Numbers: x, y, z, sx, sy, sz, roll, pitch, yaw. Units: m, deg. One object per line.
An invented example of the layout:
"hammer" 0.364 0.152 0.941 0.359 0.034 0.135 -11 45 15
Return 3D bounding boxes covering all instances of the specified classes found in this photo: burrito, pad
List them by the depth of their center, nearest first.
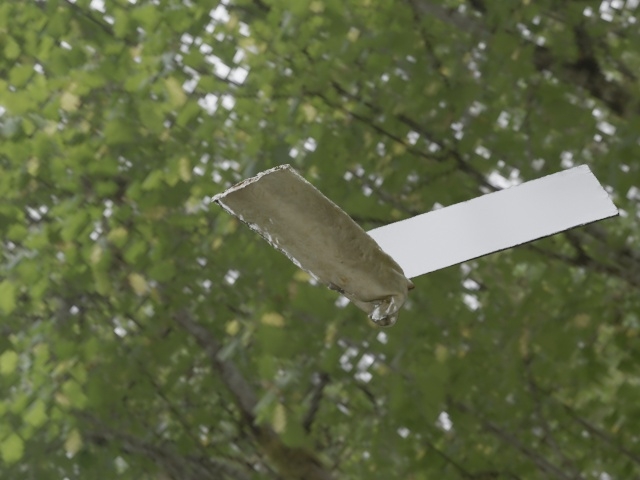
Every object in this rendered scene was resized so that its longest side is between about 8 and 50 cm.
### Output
"burrito" 0.000 0.000 1.376 0.087 0.226 0.060 -49 1 34
"pad" 0.191 -0.017 1.613 0.299 0.202 0.005 -18 -71 5
